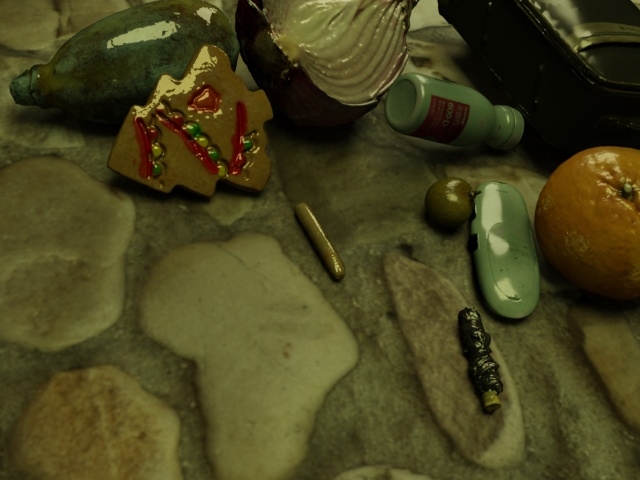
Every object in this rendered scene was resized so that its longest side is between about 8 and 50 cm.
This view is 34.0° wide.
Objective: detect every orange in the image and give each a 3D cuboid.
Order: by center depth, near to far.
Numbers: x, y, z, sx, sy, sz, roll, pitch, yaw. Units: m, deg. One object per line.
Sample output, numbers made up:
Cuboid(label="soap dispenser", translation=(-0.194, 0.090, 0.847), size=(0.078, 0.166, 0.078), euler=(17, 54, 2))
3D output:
Cuboid(label="orange", translation=(0.405, -0.028, 1.429), size=(0.219, 0.193, 0.219), euler=(8, 63, -16))

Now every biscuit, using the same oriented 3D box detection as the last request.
Cuboid(label="biscuit", translation=(-0.174, -0.142, 1.408), size=(0.239, 0.041, 0.212), euler=(-24, 99, -19))

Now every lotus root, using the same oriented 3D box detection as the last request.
Cuboid(label="lotus root", translation=(-0.266, -0.238, 1.460), size=(0.322, 0.158, 0.140), euler=(-20, 38, -23))

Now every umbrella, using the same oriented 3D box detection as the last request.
Cuboid(label="umbrella", translation=(0.200, 0.147, 1.308), size=(0.037, 0.040, 0.144), euler=(8, 47, -20))

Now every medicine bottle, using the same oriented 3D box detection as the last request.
Cuboid(label="medicine bottle", translation=(0.202, -0.184, 1.550), size=(0.217, 0.090, 0.090), euler=(9, 43, -35))

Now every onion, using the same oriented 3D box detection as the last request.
Cuboid(label="onion", translation=(0.016, -0.315, 1.590), size=(0.349, 0.159, 0.267), euler=(-34, 96, -38))

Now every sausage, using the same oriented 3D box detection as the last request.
Cuboid(label="sausage", translation=(0.000, 0.000, 1.400), size=(0.024, 0.024, 0.132), euler=(-12, 51, -25))

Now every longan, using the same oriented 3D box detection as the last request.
Cuboid(label="longan", translation=(0.187, -0.055, 1.464), size=(0.075, 0.083, 0.075), euler=(29, 52, -46))

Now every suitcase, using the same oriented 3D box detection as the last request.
Cuboid(label="suitcase", translation=(0.396, -0.317, 1.677), size=(0.283, 0.194, 0.434), euler=(-1, 48, -34))

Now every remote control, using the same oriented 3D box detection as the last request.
Cuboid(label="remote control", translation=(0.254, 0.005, 1.451), size=(0.097, 0.045, 0.256), euler=(8, 44, -8))

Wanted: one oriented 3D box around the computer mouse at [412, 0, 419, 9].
Cuboid(label="computer mouse", translation=(0.021, -0.394, 1.737), size=(0.295, 0.087, 0.168), euler=(-20, 62, -14))
